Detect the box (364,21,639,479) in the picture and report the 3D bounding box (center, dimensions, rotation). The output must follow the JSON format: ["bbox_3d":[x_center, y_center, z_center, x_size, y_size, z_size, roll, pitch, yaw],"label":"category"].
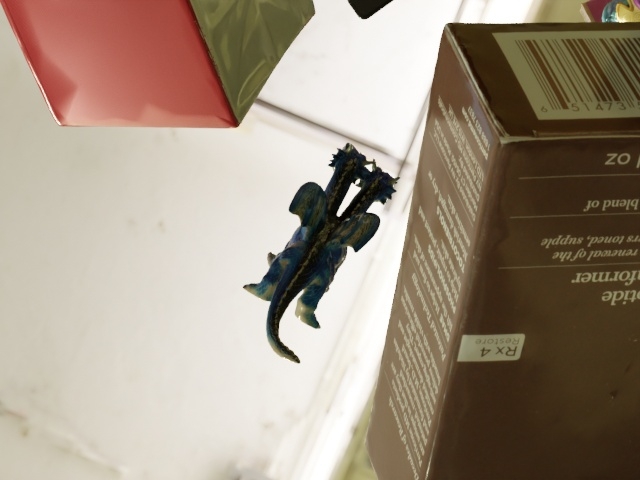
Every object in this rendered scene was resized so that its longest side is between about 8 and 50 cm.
[{"bbox_3d":[0.156,0.046,1.024,0.191,0.381,0.143,-3,-139,-12],"label":"box"}]

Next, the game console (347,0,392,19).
[{"bbox_3d":[0.082,-0.387,2.112,0.107,0.122,0.071,54,-159,-7],"label":"game console"}]

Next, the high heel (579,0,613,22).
[{"bbox_3d":[0.353,-0.382,1.907,0.082,0.117,0.244,42,-157,-81],"label":"high heel"}]

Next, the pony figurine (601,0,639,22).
[{"bbox_3d":[0.437,-0.126,1.590,0.363,0.303,0.351,55,-163,5],"label":"pony figurine"}]

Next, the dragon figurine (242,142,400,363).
[{"bbox_3d":[0.000,0.000,1.440,0.085,0.144,0.289,30,-156,1],"label":"dragon figurine"}]

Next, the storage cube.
[{"bbox_3d":[-0.142,-0.223,1.317,0.193,0.184,0.215,3,132,28],"label":"storage cube"}]
